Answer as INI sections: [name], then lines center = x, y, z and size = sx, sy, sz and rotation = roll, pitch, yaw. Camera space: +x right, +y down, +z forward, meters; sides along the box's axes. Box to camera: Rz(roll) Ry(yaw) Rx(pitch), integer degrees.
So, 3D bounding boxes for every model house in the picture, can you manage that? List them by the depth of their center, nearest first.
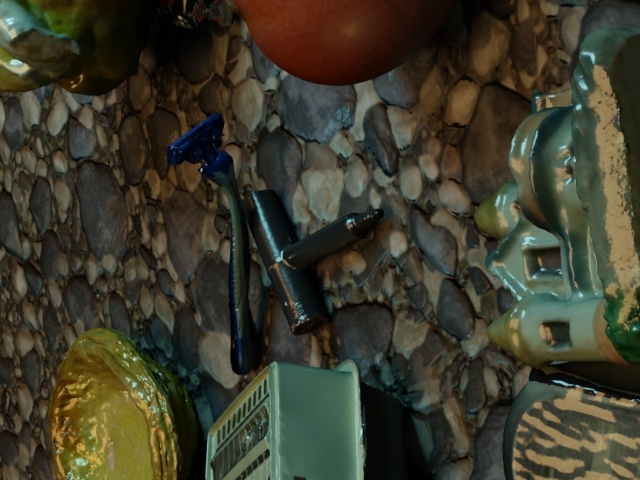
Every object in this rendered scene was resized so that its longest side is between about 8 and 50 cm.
[model house]
center = 0.209, -0.026, 1.309
size = 0.325, 0.194, 0.267
rotation = -7, 90, 56

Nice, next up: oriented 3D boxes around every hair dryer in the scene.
[hair dryer]
center = -0.003, -0.015, 1.702
size = 0.195, 0.050, 0.173
rotation = -44, 62, 41

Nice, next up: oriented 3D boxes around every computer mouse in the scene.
[computer mouse]
center = 0.323, 0.200, 1.256
size = 0.374, 0.114, 0.203
rotation = 19, 109, 36

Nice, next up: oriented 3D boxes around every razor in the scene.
[razor]
center = -0.103, 0.020, 1.777
size = 0.056, 0.093, 0.324
rotation = 8, 121, 32

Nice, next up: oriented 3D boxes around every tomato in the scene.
[tomato]
center = 0.016, -0.278, 1.460
size = 0.224, 0.256, 0.256
rotation = -21, 77, 22

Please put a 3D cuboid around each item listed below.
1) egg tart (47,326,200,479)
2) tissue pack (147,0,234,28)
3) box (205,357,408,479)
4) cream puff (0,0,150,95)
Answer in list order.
[egg tart]
center = -0.245, 0.251, 1.995
size = 0.294, 0.123, 0.294
rotation = 5, 97, 49
[tissue pack]
center = -0.145, -0.341, 1.786
size = 0.103, 0.090, 0.170
rotation = 31, 120, 48
[box]
center = -0.016, 0.281, 1.600
size = 0.220, 0.166, 0.290
rotation = -48, 33, 46
[cream puff]
center = -0.334, -0.346, 1.796
size = 0.378, 0.275, 0.378
rotation = 5, -90, -90
